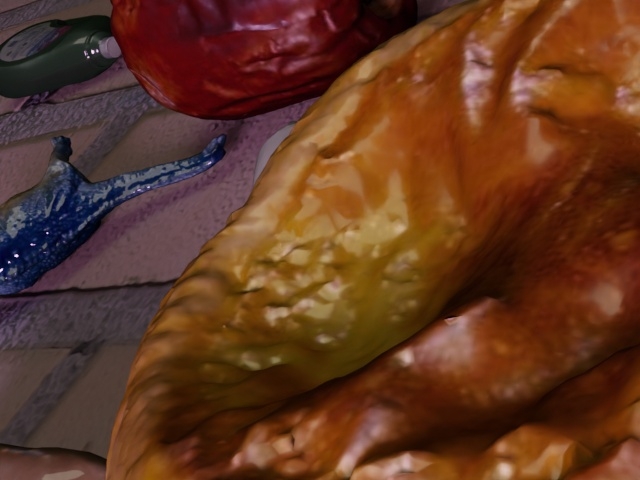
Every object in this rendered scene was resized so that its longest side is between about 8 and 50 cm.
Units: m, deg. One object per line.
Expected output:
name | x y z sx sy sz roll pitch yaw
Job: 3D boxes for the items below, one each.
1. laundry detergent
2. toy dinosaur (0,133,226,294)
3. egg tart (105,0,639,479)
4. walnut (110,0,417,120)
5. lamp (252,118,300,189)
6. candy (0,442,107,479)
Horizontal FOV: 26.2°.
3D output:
laundry detergent | -0.289 -0.219 1.578 0.211 0.063 0.137 -1 34 47
toy dinosaur | -0.248 -0.005 1.155 0.363 0.076 0.147 -34 33 -9
egg tart | 0.120 0.038 0.559 0.443 0.178 0.443 -24 30 15
walnut | -0.035 -0.214 1.147 0.269 0.221 0.244 3 20 30
lamp | 0.000 0.000 0.854 0.106 0.106 0.193 -17 40 30
candy | -0.183 0.164 0.744 0.234 0.102 0.104 0 61 40
